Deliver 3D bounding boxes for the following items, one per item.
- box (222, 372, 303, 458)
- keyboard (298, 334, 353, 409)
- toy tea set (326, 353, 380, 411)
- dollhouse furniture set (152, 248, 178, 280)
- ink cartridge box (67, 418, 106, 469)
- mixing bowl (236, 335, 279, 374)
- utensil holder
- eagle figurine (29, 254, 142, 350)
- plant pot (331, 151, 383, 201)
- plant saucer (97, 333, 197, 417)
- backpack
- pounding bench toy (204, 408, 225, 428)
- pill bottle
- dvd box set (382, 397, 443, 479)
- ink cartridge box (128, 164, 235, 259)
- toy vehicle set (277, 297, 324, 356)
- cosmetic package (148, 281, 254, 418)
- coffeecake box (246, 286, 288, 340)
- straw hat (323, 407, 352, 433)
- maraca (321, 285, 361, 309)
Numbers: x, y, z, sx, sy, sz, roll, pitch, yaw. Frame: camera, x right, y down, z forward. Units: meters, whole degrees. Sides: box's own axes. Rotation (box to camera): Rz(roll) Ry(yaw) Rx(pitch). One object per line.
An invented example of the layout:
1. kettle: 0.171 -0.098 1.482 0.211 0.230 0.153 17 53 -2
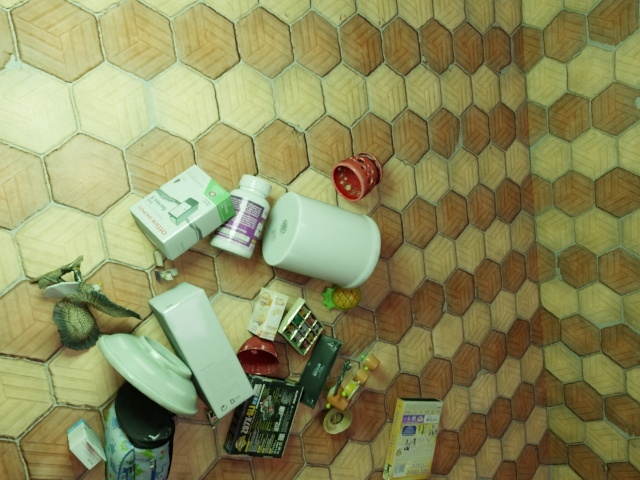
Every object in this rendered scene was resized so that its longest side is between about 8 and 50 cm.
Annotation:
1. box: -0.237 0.739 1.905 0.257 0.079 0.322 21 82 -30
2. keyboard: 0.023 0.592 2.006 0.317 0.201 0.033 -64 153 -11
3. toy tea set: 0.143 0.644 2.107 0.336 0.124 0.200 -30 150 -54
4. dollhouse furniture set: -0.556 0.083 1.660 0.081 0.091 0.114 -16 99 -46
5. ink cartridge box: -0.775 0.679 1.496 0.060 0.180 0.104 -38 112 -25
6. mixing bowl: -0.252 0.453 1.839 0.181 0.181 0.098 39 33 -28
7. utensil holder: 0.000 0.000 1.858 0.385 0.327 0.328 18 84 -31
8. eagle figurine: -0.757 0.206 1.474 0.225 0.226 0.298 -40 109 -46
9. plant pot: 0.172 -0.291 2.029 0.174 0.191 0.191 -34 111 -34
10. plant saucer: -0.540 0.416 1.494 0.400 0.400 0.100 46 74 -26
11. backpack: -0.618 0.704 1.547 0.273 0.290 0.356 -20 129 -29
12. pounding bench toy: -0.414 0.700 1.802 0.065 0.052 0.083 -21 105 -30
13. pill bottle: -0.297 -0.093 1.752 0.169 0.169 0.302 25 81 -31
14. dvd box set: 0.495 1.053 2.401 0.307 0.062 0.420 13 86 -33
15. ink cartridge box: -0.484 -0.102 1.599 0.289 0.211 0.121 -41 157 -24
16. toy vehicle set: -0.081 0.375 1.932 0.166 0.035 0.267 -53 145 -18
17. cosmetic package: -0.438 0.395 1.663 0.161 0.230 0.453 -31 110 -28
18. coffeecake box: -0.217 0.297 1.846 0.068 0.142 0.185 24 81 -30
19. straw hat: 0.071 0.824 2.115 0.144 0.061 0.144 -4 102 -17
20. maraca: 0.098 0.259 2.075 0.185 0.099 0.127 -5 94 -6
